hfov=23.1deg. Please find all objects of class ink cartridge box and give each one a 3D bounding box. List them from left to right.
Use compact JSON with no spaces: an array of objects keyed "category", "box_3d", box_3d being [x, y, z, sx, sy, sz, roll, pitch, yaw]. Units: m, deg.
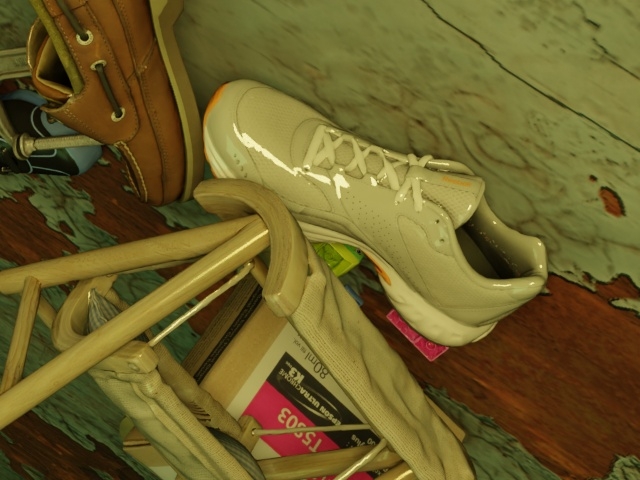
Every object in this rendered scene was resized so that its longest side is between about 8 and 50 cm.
[{"category":"ink cartridge box","box_3d":[-0.016,0.169,1.325,0.235,0.193,0.088,44,152,-19]}]

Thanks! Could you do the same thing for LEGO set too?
[{"category":"LEGO set","box_3d":[0.000,0.000,1.162,0.227,0.093,0.087,45,124,-5]}]

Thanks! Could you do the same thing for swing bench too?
[{"category":"swing bench","box_3d":[-0.059,0.108,1.064,0.255,0.165,0.253,-23,125,18]}]

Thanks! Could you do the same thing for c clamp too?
[{"category":"c clamp","box_3d":[-0.199,-0.095,1.235,0.161,0.022,0.137,2,126,24]}]

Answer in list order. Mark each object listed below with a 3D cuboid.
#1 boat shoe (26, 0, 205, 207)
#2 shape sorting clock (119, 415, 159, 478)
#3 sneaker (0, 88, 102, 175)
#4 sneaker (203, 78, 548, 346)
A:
[{"category":"boat shoe","box_3d":[-0.149,-0.125,1.053,0.110,0.104,0.307,57,163,35]},{"category":"shape sorting clock","box_3d":[-0.131,0.250,1.750,0.206,0.040,0.206,23,148,16]},{"category":"sneaker","box_3d":[-0.294,-0.082,1.337,0.232,0.090,0.081,16,147,33]},{"category":"sneaker","box_3d":[0.046,-0.035,1.052,0.262,0.099,0.121,34,147,-16]}]
